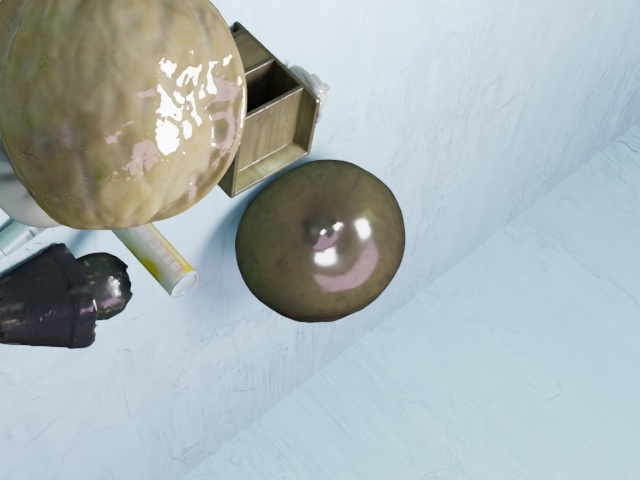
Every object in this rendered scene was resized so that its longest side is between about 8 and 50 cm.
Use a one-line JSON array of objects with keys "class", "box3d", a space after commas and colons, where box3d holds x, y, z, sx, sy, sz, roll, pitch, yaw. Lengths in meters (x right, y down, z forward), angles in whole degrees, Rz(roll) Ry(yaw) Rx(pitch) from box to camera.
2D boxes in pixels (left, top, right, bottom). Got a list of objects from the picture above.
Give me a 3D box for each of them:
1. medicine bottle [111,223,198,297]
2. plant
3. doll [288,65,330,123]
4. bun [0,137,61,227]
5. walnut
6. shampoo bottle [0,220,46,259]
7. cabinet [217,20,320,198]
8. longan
[{"class": "medicine bottle", "box3d": [-0.302, 0.004, 2.091, 0.074, 0.218, 0.074, -38, 159, -17]}, {"class": "plant", "box3d": [-0.451, 0.101, 2.093, 0.256, 0.164, 0.142, -15, 144, -26]}, {"class": "doll", "box3d": [-0.102, -0.231, 2.181, 0.293, 0.119, 0.138, -26, 161, -27]}, {"class": "bun", "box3d": [-0.399, -0.108, 1.763, 0.173, 0.173, 0.120, -34, 160, -25]}, {"class": "walnut", "box3d": [-0.267, -0.195, 1.594, 0.381, 0.381, 0.381, -37, 158, -18]}, {"class": "shampoo bottle", "box3d": [-0.471, -0.027, 1.969, 0.191, 0.041, 0.069, -40, 164, -12]}, {"class": "cabinet", "box3d": [-0.142, -0.219, 1.977, 0.175, 0.215, 0.148, -31, 154, -28]}, {"class": "longan", "box3d": [0.000, 0.000, 2.521, 0.361, 0.361, 0.361, -37, 158, -18]}]
